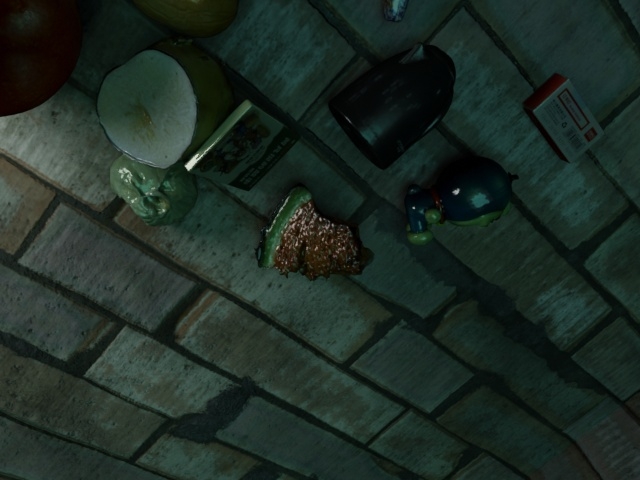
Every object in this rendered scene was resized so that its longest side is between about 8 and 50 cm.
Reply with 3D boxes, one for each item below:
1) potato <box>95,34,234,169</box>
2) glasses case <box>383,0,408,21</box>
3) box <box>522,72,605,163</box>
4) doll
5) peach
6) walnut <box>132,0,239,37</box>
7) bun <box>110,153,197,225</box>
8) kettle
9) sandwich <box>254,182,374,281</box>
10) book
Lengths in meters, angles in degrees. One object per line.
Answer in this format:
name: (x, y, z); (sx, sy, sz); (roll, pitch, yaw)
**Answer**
potato: (-0.326, -0.303, 1.107); (0.300, 0.196, 0.246); (-17, 105, 33)
glasses case: (0.177, -0.610, 1.085); (0.065, 0.087, 0.247); (3, 117, -8)
box: (0.659, -0.326, 1.349); (0.229, 0.050, 0.123); (39, 103, -25)
doll: (0.365, -0.112, 1.329); (0.322, 0.198, 0.186); (-20, 107, 11)
peach: (-0.612, -0.396, 0.878); (0.389, 0.388, 0.387); (-4, 118, -8)
walnut: (-0.270, -0.513, 0.995); (0.226, 0.193, 0.193); (23, 111, -14)
bun: (-0.408, -0.122, 1.215); (0.213, 0.126, 0.203); (14, 112, -16)
kettle: (0.200, -0.324, 1.203); (0.290, 0.207, 0.268); (-41, 147, 2)
sandwich: (0.000, 0.000, 1.337); (0.301, 0.162, 0.250); (24, 100, 11)
book: (-0.171, -0.211, 1.164); (0.202, 0.264, 0.027); (-44, 73, 12)
